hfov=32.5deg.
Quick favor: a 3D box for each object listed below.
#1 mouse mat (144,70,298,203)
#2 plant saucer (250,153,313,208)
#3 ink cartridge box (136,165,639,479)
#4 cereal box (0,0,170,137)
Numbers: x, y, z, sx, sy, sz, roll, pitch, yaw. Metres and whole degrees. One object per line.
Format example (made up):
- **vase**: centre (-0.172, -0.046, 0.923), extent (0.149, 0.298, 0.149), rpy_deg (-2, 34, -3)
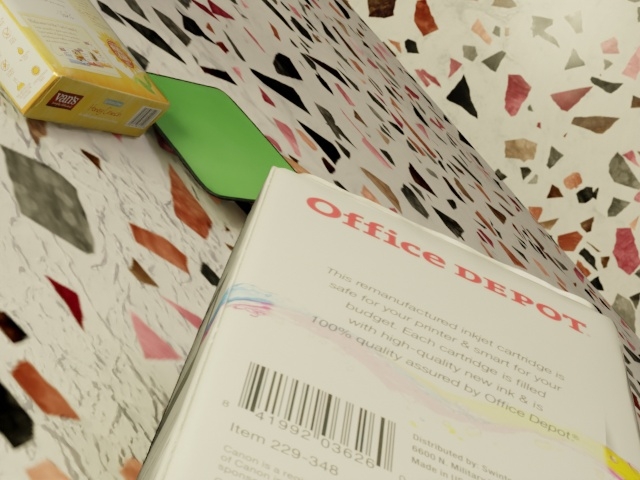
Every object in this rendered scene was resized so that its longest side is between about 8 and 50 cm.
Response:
- **mouse mat**: centre (-0.092, -0.092, 0.984), extent (0.152, 0.007, 0.190), rpy_deg (5, 38, -50)
- **plant saucer**: centre (0.000, 0.000, 1.046), extent (0.200, 0.037, 0.200), rpy_deg (42, 17, -16)
- **ink cartridge box**: centre (0.033, 0.117, 0.519), extent (0.226, 0.131, 0.306), rpy_deg (25, 26, -5)
- **cereal box**: centre (-0.235, -0.188, 0.850), extent (0.240, 0.047, 0.173), rpy_deg (51, 15, 13)
